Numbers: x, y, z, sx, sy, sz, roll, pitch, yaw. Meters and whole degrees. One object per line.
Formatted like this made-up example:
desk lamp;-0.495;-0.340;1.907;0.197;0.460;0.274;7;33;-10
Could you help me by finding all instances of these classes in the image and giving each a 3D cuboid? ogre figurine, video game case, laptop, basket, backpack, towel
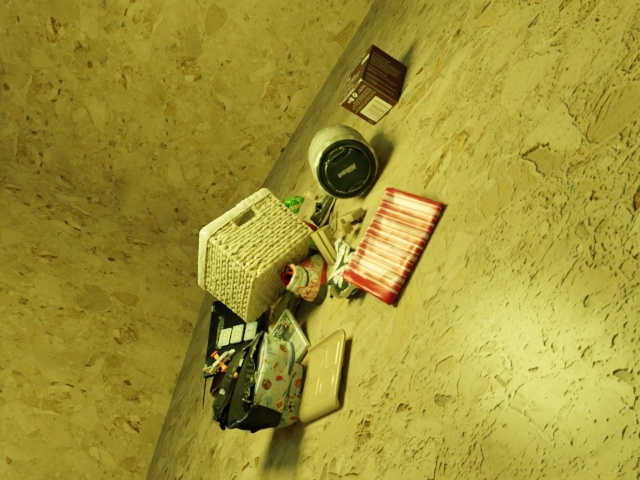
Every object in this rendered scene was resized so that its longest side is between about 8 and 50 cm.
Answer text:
ogre figurine;-0.169;-0.144;2.445;0.118;0.096;0.197;30;109;56
video game case;-0.119;0.352;1.574;0.190;0.022;0.173;-58;41;18
laptop;-0.378;0.462;2.096;0.407;0.236;0.382;-19;43;13
basket;-0.231;0.055;1.726;0.328;0.266;0.331;-40;-22;-37
backpack;-0.158;0.407;1.392;0.276;0.213;0.264;-38;39;49
towel;0.171;0.006;1.198;0.199;0.031;0.275;29;92;52

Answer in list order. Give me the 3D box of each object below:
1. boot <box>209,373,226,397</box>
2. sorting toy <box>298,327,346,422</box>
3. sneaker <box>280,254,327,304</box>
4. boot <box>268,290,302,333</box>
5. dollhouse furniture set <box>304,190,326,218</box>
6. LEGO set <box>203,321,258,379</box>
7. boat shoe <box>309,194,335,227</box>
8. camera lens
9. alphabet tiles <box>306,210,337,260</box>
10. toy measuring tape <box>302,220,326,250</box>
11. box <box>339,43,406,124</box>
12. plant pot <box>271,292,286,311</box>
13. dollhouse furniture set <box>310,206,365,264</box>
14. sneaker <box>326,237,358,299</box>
boot;-0.465;0.598;2.243;0.236;0.089;0.270;-49;24;43
sorting toy;0.011;0.357;1.272;0.193;0.038;0.208;-46;29;46
sneaker;-0.060;0.102;1.654;0.090;0.145;0.270;-56;18;23
boot;-0.115;0.253;1.724;0.165;0.077;0.213;-58;17;9
dollhouse furniture set;-0.043;-0.157;2.090;0.114;0.081;0.091;-67;17;-11
LEGO set;-0.350;0.431;1.892;0.182;0.060;0.244;-15;44;22
boat shoe;0.009;-0.139;1.923;0.075;0.065;0.206;-48;16;46
camera lens;0.073;-0.281;1.690;0.219;0.219;0.274;-58;17;18
alphabet tiles;0.000;0.000;1.862;0.237;0.009;0.198;-53;20;34
toy measuring tape;-0.047;-0.012;1.809;0.121;0.121;0.330;-65;17;-2
box;0.201;-0.592;1.851;0.168;0.167;0.203;-37;31;56
plant pot;-0.160;0.185;2.029;0.236;0.032;0.236;-54;20;30
dollhouse furniture set;0.080;-0.012;1.607;0.151;0.123;0.144;-32;6;-21
sneaker;0.062;0.091;1.393;0.153;0.094;0.235;-54;28;4
